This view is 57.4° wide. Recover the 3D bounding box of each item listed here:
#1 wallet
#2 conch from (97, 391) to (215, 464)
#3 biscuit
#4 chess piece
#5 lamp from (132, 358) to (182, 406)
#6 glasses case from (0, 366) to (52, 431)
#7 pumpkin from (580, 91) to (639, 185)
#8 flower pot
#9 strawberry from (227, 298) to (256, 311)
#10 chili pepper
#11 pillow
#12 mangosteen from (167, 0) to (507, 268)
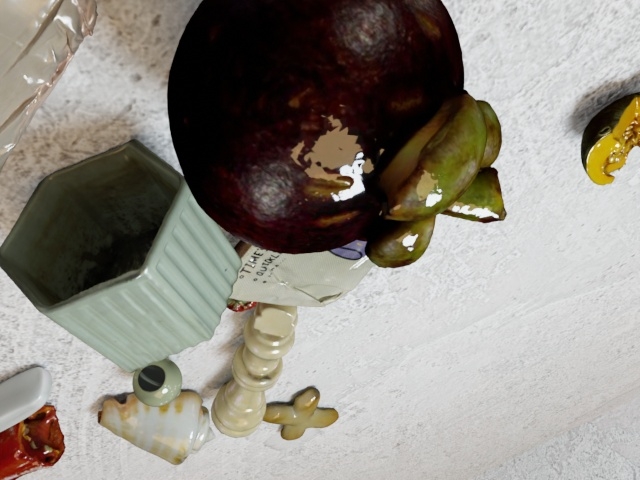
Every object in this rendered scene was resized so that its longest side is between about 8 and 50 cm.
[{"bbox_3d":[-0.002,-0.002,0.887,0.275,0.068,0.335,18,118,-45],"label":"wallet"},{"bbox_3d":[-0.332,0.399,1.222,0.255,0.127,0.158,11,134,-33],"label":"conch"},{"bbox_3d":[-0.051,0.442,1.467,0.164,0.047,0.208,-21,143,4],"label":"biscuit"},{"bbox_3d":[-0.124,0.240,1.129,0.117,0.117,0.397,0,138,-23],"label":"chess piece"},{"bbox_3d":[-0.304,0.281,1.133,0.091,0.091,0.163,-15,157,-6],"label":"lamp"},{"bbox_3d":[-0.553,0.288,1.028,0.197,0.076,0.049,-29,140,12],"label":"glasses case"},{"bbox_3d":[0.478,-0.167,0.888,0.184,0.107,0.119,-17,136,9],"label":"pumpkin"},{"bbox_3d":[-0.237,0.024,0.725,0.239,0.209,0.189,-22,143,1],"label":"flower pot"},{"bbox_3d":[-0.129,0.082,0.977,0.073,0.073,0.083,-35,177,19],"label":"strawberry"},{"bbox_3d":[-0.652,0.432,1.115,0.338,0.134,0.131,-32,158,17],"label":"chili pepper"},{"bbox_3d":[-0.334,-0.179,0.546,0.173,0.067,0.270,27,123,-38],"label":"pillow"},{"bbox_3d":[0.026,-0.112,0.568,0.307,0.347,0.307,-49,169,-12],"label":"mangosteen"}]
